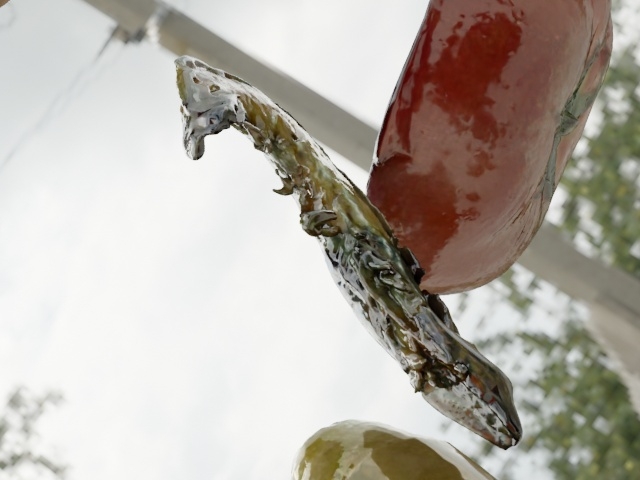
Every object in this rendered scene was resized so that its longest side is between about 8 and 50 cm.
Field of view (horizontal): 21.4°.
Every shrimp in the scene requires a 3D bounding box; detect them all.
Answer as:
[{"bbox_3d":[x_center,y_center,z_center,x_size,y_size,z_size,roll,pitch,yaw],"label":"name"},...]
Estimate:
[{"bbox_3d":[0.003,-0.002,0.656,0.035,0.195,0.148,-40,-31,7],"label":"shrimp"}]

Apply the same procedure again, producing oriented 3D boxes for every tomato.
[{"bbox_3d":[0.086,-0.065,0.832,0.225,0.085,0.225,23,-90,-81],"label":"tomato"}]

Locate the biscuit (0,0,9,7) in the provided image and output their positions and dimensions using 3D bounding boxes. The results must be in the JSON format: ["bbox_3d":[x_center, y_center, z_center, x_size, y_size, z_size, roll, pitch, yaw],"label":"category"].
[{"bbox_3d":[-0.296,-0.173,0.932,0.351,0.057,0.312,-47,-33,9],"label":"biscuit"}]

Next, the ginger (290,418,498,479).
[{"bbox_3d":[0.064,0.186,0.649,0.363,0.348,0.122,-4,-71,-60],"label":"ginger"}]
